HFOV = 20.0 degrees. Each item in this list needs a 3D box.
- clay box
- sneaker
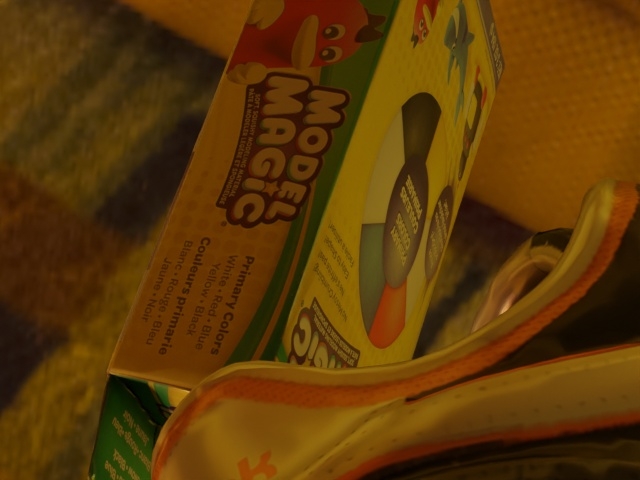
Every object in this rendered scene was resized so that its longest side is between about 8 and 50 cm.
[{"bbox_3d":[0.000,0.000,0.575,0.053,0.127,0.222,10,66,19],"label":"clay box"},{"bbox_3d":[0.113,0.046,0.402,0.321,0.126,0.127,-8,44,-36],"label":"sneaker"}]
